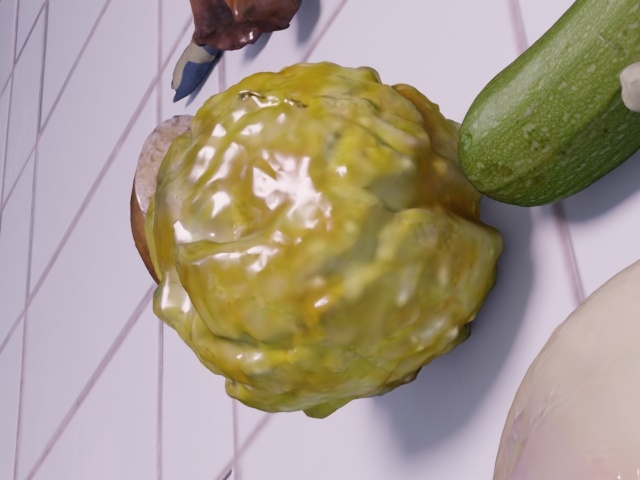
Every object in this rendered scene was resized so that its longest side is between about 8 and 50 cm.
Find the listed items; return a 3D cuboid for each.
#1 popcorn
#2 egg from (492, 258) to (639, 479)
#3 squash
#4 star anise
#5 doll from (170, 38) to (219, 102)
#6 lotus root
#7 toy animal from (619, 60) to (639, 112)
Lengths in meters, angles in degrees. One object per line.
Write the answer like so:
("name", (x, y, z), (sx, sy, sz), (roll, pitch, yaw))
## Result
("popcorn", (0.000, 0.000, 0.854), (0.212, 0.197, 0.198), (96, 180, -68))
("egg", (0.126, 0.096, 0.454), (0.206, 0.161, 0.271), (171, 117, -76))
("squash", (0.133, -0.082, 0.708), (0.219, 0.068, 0.077), (-50, 28, 43))
("star anise", (-0.047, -0.235, 1.199), (0.220, 0.098, 0.214), (-109, 27, -47))
("doll", (-0.101, -0.162, 1.350), (0.125, 0.027, 0.037), (-52, 39, 42))
("lotus root", (-0.078, -0.020, 1.096), (0.081, 0.112, 0.122), (131, 146, -59))
("toy animal", (0.187, -0.075, 0.481), (0.225, 0.121, 0.094), (-29, 73, 41))
